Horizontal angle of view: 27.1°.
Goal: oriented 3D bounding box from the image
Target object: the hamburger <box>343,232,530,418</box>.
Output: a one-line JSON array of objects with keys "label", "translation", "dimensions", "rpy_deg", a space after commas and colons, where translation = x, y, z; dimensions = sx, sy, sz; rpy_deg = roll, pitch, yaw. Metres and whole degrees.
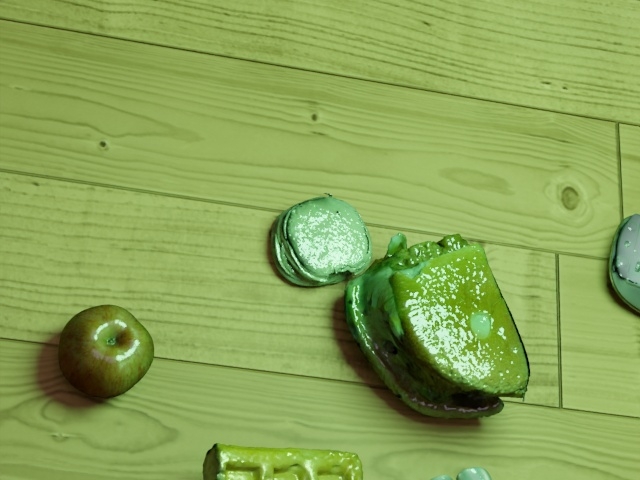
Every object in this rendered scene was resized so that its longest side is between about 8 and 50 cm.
[{"label": "hamburger", "translation": [0.147, 0.119, 1.831], "dimensions": [0.192, 0.168, 0.288], "rpy_deg": [-13, 70, -20]}]

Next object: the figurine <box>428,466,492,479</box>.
[{"label": "figurine", "translation": [0.238, 0.475, 1.695], "dimensions": [0.224, 0.205, 0.382], "rpy_deg": [-2, 50, 6]}]

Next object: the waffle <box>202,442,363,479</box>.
[{"label": "waffle", "translation": [-0.035, 0.384, 1.694], "dimensions": [0.221, 0.055, 0.248], "rpy_deg": [9, 58, -28]}]

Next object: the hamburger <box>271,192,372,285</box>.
[{"label": "hamburger", "translation": [0.000, 0.000, 1.909], "dimensions": [0.140, 0.062, 0.133], "rpy_deg": [-1, 68, -17]}]

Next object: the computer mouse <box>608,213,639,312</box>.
[{"label": "computer mouse", "translation": [0.581, 0.066, 2.018], "dimensions": [0.310, 0.072, 0.158], "rpy_deg": [21, 64, -4]}]

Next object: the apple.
[{"label": "apple", "translation": [-0.286, 0.144, 1.749], "dimensions": [0.126, 0.102, 0.126], "rpy_deg": [5, 64, -11]}]
